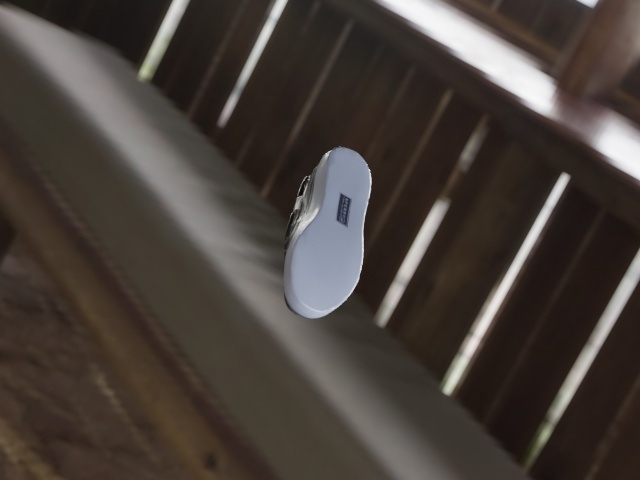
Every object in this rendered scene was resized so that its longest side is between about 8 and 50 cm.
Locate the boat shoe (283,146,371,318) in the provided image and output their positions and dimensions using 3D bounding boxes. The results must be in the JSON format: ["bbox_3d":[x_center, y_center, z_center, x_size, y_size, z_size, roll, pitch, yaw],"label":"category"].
[{"bbox_3d":[0.000,0.000,1.122,0.049,0.040,0.142,35,43,-17],"label":"boat shoe"}]
